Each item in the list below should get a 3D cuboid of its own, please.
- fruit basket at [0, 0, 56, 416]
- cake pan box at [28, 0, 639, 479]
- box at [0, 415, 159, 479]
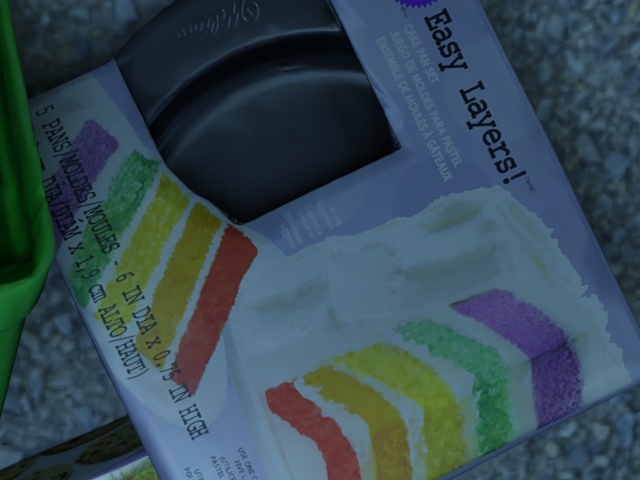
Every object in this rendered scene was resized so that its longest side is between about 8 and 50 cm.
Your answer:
[{"bbox_3d":[-0.298,-0.042,0.784,0.392,0.283,0.392,-9,135,-9],"label":"fruit basket"},{"bbox_3d":[0.000,0.000,0.969,0.245,0.070,0.267,-24,87,-6],"label":"cake pan box"},{"bbox_3d":[-0.146,0.153,1.020,0.324,0.067,0.063,-23,108,-4],"label":"box"}]
